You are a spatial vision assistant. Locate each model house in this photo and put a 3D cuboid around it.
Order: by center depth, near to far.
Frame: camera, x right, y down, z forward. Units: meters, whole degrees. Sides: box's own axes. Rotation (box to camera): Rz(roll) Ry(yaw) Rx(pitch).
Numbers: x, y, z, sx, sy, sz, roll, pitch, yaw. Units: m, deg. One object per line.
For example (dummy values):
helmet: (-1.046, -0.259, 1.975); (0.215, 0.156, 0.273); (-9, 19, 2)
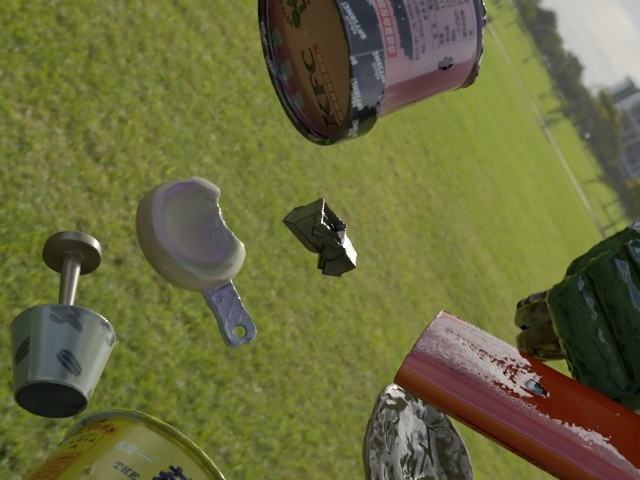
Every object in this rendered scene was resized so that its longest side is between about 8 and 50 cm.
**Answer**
model house: (0.000, 0.000, 1.189); (0.083, 0.058, 0.057); (49, 30, -35)

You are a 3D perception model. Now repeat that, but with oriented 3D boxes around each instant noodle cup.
instant noodle cup: (-0.286, 0.403, 1.235); (0.254, 0.325, 0.326); (-30, 92, -55)

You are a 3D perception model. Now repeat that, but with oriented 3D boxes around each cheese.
cheese: (-0.178, 0.036, 1.567); (0.163, 0.082, 0.286); (-22, 75, -33)

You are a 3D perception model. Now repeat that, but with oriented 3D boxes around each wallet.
wallet: (0.169, 0.131, 0.834); (0.204, 0.045, 0.142); (29, 23, 11)

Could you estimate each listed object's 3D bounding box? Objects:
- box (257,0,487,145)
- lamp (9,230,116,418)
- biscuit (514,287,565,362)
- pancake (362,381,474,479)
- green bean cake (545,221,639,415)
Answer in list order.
box: (0.043, -0.161, 0.770); (0.151, 0.135, 0.151); (50, -30, 44)
lamp: (-0.297, 0.095, 1.174); (0.121, 0.121, 0.215); (46, 29, -42)
biscuit: (0.436, 0.107, 1.441); (0.332, 0.332, 0.103); (18, 62, -67)
pancake: (0.119, 0.298, 1.283); (0.242, 0.050, 0.242); (36, 38, -34)
green bean cake: (0.423, 0.048, 1.012); (0.300, 0.308, 0.169); (1, 62, -42)
